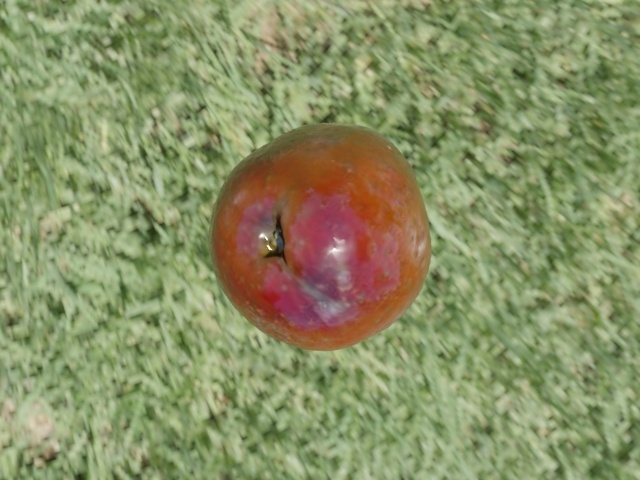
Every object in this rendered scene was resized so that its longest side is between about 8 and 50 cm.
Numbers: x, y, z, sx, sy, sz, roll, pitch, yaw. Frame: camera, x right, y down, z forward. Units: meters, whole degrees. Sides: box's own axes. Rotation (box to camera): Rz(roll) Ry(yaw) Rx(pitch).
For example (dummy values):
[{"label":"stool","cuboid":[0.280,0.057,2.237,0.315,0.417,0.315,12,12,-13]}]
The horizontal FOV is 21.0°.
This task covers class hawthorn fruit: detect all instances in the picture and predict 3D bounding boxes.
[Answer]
[{"label":"hawthorn fruit","cuboid":[0.000,0.000,1.241,0.173,0.173,0.173,-5,110,-13]}]
